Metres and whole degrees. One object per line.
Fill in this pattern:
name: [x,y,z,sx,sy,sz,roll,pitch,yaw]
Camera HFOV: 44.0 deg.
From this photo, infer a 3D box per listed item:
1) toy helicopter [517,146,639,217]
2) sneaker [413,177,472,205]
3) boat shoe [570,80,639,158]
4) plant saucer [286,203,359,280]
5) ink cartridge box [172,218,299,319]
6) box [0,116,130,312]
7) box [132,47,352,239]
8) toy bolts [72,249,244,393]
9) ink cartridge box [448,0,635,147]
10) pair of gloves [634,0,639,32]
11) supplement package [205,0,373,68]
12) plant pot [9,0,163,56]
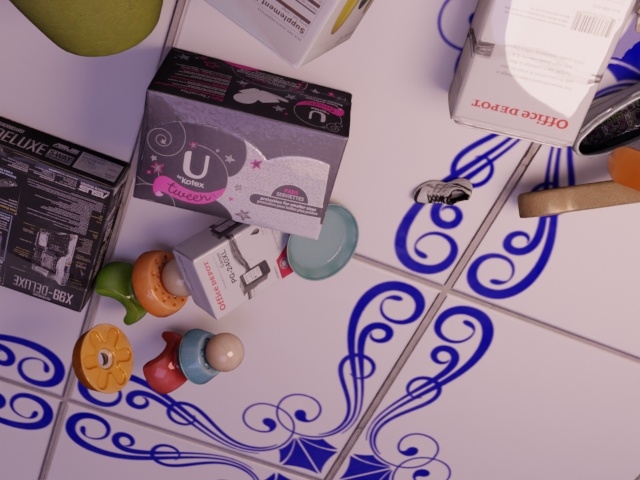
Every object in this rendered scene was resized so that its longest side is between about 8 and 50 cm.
toy helicopter: [0.416,-0.063,0.984,0.355,0.235,0.140,-8,94,30]
sneaker: [0.169,-0.064,1.100,0.083,0.037,0.032,-12,124,15]
boat shoe: [0.417,-0.163,0.983,0.227,0.081,0.079,-25,119,22]
plant saucer: [0.000,0.000,1.140,0.119,0.021,0.119,-14,118,-27]
ink cartridge box: [-0.117,0.026,1.122,0.150,0.063,0.109,-33,126,-23]
box: [-0.455,-0.050,1.141,0.307,0.076,0.242,20,123,-8]
box: [-0.099,-0.122,1.022,0.247,0.142,0.163,14,123,-4]
toy bolts: [-0.225,0.149,1.181,0.158,0.218,0.228,-14,130,30]
ink cartridge box: [0.258,-0.235,0.944,0.159,0.092,0.218,12,122,-3]
pair of gloves: [0.466,-0.335,0.887,0.204,0.042,0.240,-2,130,-1]
supplement package: [-0.003,-0.351,0.795,0.198,0.199,0.262,37,119,1]
plant pot: [-0.263,-0.344,0.827,0.275,0.274,0.293,2,146,4]
